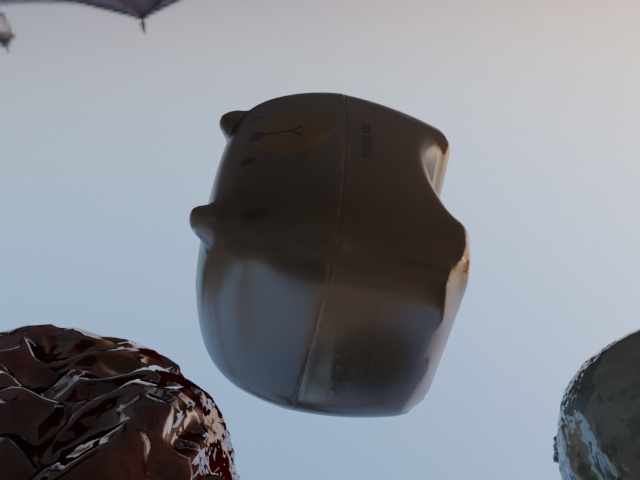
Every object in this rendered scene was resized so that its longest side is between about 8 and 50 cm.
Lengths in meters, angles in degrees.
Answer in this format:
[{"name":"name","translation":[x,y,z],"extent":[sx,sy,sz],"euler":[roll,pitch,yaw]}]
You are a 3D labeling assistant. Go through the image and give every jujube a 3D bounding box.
[{"name":"jujube","translation":[-0.144,0.187,0.510],"extent":[0.276,0.276,0.377],"euler":[-7,-172,-6]}]

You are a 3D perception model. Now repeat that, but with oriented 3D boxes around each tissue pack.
[{"name":"tissue pack","translation":[0.000,0.000,1.032],"extent":[0.277,0.267,0.387],"euler":[10,-149,-2]}]

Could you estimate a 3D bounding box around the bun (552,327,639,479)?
[{"name":"bun","translation":[0.359,0.221,0.765],"extent":[0.354,0.354,0.194],"euler":[6,-138,28]}]
